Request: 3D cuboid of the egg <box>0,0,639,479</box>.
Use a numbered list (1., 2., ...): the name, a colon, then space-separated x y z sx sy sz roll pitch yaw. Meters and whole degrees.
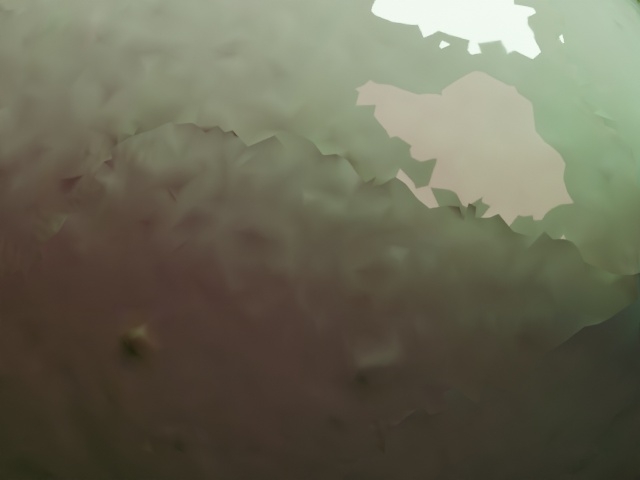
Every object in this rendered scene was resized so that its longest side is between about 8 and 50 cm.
1. egg: 0.000 0.000 0.594 0.354 0.339 0.355 0 90 -37
